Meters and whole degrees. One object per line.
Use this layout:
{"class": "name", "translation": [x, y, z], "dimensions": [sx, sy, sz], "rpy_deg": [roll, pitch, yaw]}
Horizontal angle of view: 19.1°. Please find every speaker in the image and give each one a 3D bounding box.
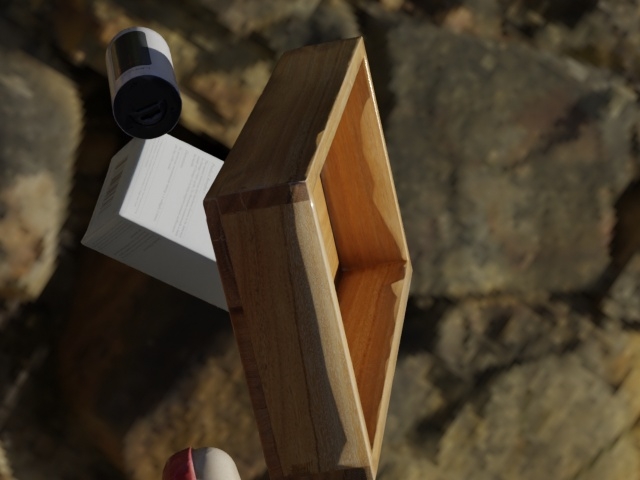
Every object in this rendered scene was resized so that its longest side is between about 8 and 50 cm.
{"class": "speaker", "translation": [-0.143, -0.127, 1.529], "dimensions": [0.055, 0.055, 0.136], "rpy_deg": [29, 16, -18]}

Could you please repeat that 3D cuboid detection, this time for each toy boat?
{"class": "toy boat", "translation": [-0.147, 0.308, 1.951], "dimensions": [0.231, 0.151, 0.151], "rpy_deg": [105, -34, -62]}

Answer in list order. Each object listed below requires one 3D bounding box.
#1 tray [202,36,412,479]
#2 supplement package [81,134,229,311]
{"class": "tray", "translation": [0.000, 0.000, 1.363], "dimensions": [0.076, 0.202, 0.411], "rpy_deg": [-10, 17, 10]}
{"class": "supplement package", "translation": [-0.125, -0.017, 1.877], "dimensions": [0.179, 0.105, 0.105], "rpy_deg": [26, -27, -18]}
